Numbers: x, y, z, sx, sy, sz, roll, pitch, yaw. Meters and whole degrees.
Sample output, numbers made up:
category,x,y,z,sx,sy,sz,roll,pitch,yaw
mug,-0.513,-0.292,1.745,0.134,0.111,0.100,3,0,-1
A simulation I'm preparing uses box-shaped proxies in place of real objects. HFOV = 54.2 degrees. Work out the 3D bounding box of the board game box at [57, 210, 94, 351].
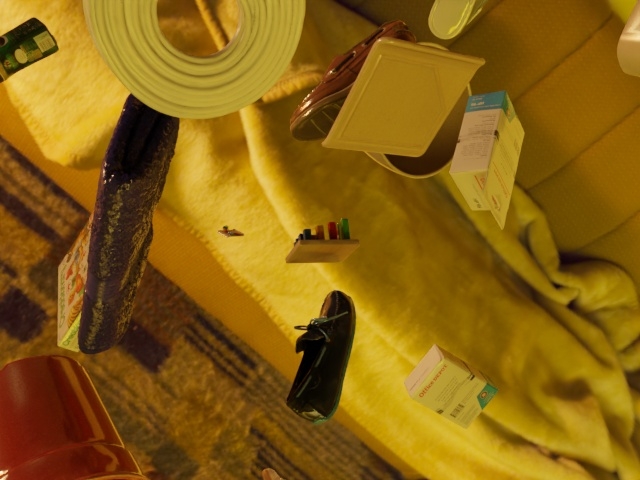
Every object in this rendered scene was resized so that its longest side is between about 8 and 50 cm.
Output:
category,x,y,z,sx,sy,sz,roll,pitch,yaw
board game box,-0.524,0.079,1.410,0.053,0.193,0.305,27,17,-33

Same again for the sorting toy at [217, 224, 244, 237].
category,x,y,z,sx,sy,sz,roll,pitch,yaw
sorting toy,-0.273,-0.028,1.852,0.062,0.012,0.083,-9,25,-43

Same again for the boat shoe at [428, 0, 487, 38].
category,x,y,z,sx,sy,sz,roll,pitch,yaw
boat shoe,0.349,-0.595,1.369,0.116,0.319,0.099,37,34,10

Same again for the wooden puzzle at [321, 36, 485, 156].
category,x,y,z,sx,sy,sz,roll,pitch,yaw
wooden puzzle,0.138,-0.243,1.086,0.221,0.238,0.044,1,51,-31

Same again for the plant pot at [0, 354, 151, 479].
category,x,y,z,sx,sy,sz,roll,pitch,yaw
plant pot,-0.432,0.343,0.987,0.272,0.272,0.265,8,35,-44

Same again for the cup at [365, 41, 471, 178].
category,x,y,z,sx,sy,sz,roll,pitch,yaw
cup,0.195,-0.340,1.637,0.331,0.237,0.330,-8,106,-31

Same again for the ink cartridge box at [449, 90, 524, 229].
category,x,y,z,sx,sy,sz,roll,pitch,yaw
ink cartridge box,0.113,-0.054,0.428,0.048,0.028,0.083,45,55,-45

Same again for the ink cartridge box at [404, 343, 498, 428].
category,x,y,z,sx,sy,sz,roll,pitch,yaw
ink cartridge box,0.355,0.399,1.711,0.203,0.148,0.086,33,12,-16

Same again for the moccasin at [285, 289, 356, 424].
category,x,y,z,sx,sy,sz,roll,pitch,yaw
moccasin,0.002,0.241,1.425,0.117,0.137,0.342,26,42,-15

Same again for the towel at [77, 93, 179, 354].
category,x,y,z,sx,sy,sz,roll,pitch,yaw
towel,-0.255,-0.021,0.837,0.076,0.308,0.227,12,39,-15

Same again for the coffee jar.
category,x,y,z,sx,sy,sz,roll,pitch,yaw
coffee jar,-0.712,-0.436,1.448,0.184,0.079,0.096,-38,54,-19

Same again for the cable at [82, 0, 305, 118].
category,x,y,z,sx,sy,sz,roll,pitch,yaw
cable,-0.142,-0.269,0.737,0.257,0.257,0.089,-15,29,-14

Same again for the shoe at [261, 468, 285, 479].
category,x,y,z,sx,sy,sz,roll,pitch,yaw
shoe,-0.045,0.512,1.167,0.058,0.076,0.219,-20,41,-22

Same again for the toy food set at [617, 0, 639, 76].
category,x,y,z,sx,sy,sz,roll,pitch,yaw
toy food set,0.632,-0.389,0.968,0.092,0.306,0.220,11,17,-37

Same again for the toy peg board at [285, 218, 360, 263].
category,x,y,z,sx,sy,sz,roll,pitch,yaw
toy peg board,0.000,0.000,1.642,0.161,0.161,0.079,0,71,-16

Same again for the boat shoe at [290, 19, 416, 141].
category,x,y,z,sx,sy,sz,roll,pitch,yaw
boat shoe,0.061,-0.313,1.248,0.111,0.307,0.104,25,41,-55
